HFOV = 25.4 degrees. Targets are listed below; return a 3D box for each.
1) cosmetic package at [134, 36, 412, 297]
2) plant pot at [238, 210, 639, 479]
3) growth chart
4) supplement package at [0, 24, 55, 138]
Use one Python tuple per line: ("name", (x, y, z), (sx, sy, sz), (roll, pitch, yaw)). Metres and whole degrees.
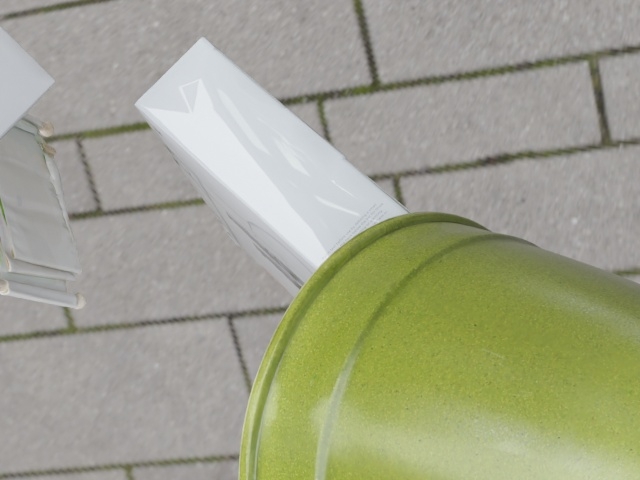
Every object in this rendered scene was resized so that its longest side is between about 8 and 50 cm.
("cosmetic package", (0.000, 0.000, 1.342), (0.097, 0.377, 0.284), (-44, 69, -6))
("plant pot", (0.193, 0.179, 1.027), (0.353, 0.366, 0.366), (10, 121, 46))
("growth chart", (-0.285, -0.042, 1.332), (0.021, 0.172, 0.237), (-26, 62, 20))
("supplement package", (-0.318, -0.107, 1.166), (0.105, 0.105, 0.179), (47, 146, -13))
